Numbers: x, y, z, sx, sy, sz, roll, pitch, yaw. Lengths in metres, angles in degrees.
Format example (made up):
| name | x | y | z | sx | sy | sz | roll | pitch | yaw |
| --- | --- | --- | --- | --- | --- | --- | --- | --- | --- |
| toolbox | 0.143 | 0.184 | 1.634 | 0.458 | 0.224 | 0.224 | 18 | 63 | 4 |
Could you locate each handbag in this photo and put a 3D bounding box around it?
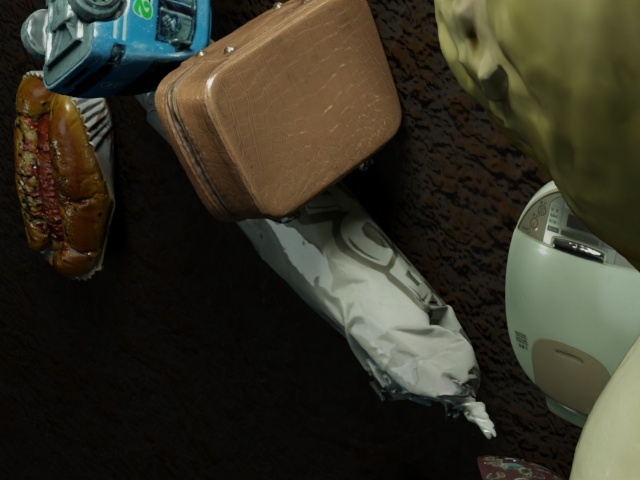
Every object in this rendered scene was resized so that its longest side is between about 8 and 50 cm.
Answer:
| name | x | y | z | sx | sy | sz | roll | pitch | yaw |
| --- | --- | --- | --- | --- | --- | --- | --- | --- | --- |
| handbag | -0.024 | -0.102 | 1.075 | 0.072 | 0.193 | 0.151 | -2 | 120 | 46 |

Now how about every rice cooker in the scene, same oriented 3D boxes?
| name | x | y | z | sx | sy | sz | roll | pitch | yaw |
| --- | --- | --- | --- | --- | --- | --- | --- | --- | --- |
| rice cooker | 0.210 | 0.039 | 0.959 | 0.145 | 0.127 | 0.206 | 21 | 134 | 41 |

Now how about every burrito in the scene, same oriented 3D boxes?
| name | x | y | z | sx | sy | sz | roll | pitch | yaw |
| --- | --- | --- | --- | --- | --- | --- | --- | --- | --- |
| burrito | 0.000 | 0.000 | 1.186 | 0.445 | 0.101 | 0.139 | 49 | -178 | 6 |

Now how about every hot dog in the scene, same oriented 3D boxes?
| name | x | y | z | sx | sy | sz | roll | pitch | yaw |
| --- | --- | --- | --- | --- | --- | --- | --- | --- | --- |
| hot dog | -0.278 | -0.068 | 1.498 | 0.144 | 0.075 | 0.268 | 35 | 136 | 32 |

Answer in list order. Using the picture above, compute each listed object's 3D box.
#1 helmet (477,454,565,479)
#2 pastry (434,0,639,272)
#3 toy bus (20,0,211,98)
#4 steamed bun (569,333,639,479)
| name | x | y | z | sx | sy | sz | roll | pitch | yaw |
| --- | --- | --- | --- | --- | --- | --- | --- | --- | --- |
| helmet | 0.191 | 0.264 | 1.148 | 0.153 | 0.107 | 0.177 | -89 | -8 | -72 |
| pastry | 0.247 | -0.124 | 0.599 | 0.388 | 0.388 | 0.313 | 15 | 143 | 43 |
| toy bus | -0.154 | -0.237 | 1.098 | 0.113 | 0.134 | 0.246 | -23 | 63 | 54 |
| steamed bun | 0.311 | 0.156 | 0.810 | 0.312 | 0.334 | 0.233 | 44 | -175 | 13 |
